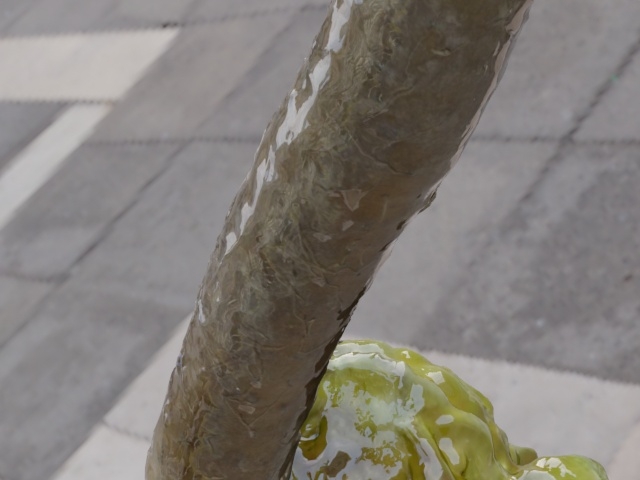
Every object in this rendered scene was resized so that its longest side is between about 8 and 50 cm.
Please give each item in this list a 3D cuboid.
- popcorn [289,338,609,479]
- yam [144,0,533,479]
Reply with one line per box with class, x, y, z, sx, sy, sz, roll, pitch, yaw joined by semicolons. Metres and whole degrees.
popcorn;0.013;0.153;1.015;0.286;0.225;0.173;-10;50;42
yam;0.000;0.000;0.661;0.081;0.081;0.356;-75;6;-50
